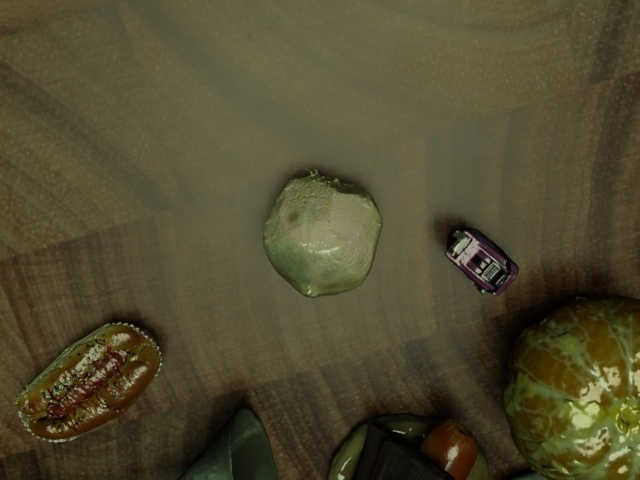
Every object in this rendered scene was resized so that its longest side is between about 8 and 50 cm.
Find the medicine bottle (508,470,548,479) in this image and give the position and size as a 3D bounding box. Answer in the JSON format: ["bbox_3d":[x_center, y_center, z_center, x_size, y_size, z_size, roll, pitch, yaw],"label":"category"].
[{"bbox_3d":[0.370,0.447,1.374,0.208,0.090,0.054,-18,132,-2],"label":"medicine bottle"}]

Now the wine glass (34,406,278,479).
[{"bbox_3d":[-0.281,0.449,1.285,0.406,0.267,0.267,-15,102,5],"label":"wine glass"}]

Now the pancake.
[{"bbox_3d":[0.156,0.433,1.392,0.294,0.049,0.294,0,101,-2],"label":"pancake"}]

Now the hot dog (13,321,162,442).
[{"bbox_3d":[-0.382,0.238,1.323,0.268,0.075,0.144,-37,98,4],"label":"hot dog"}]

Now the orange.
[{"bbox_3d":[0.451,0.245,1.258,0.329,0.249,0.329,-1,97,-8],"label":"orange"}]

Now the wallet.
[{"bbox_3d":[0.109,0.438,1.291,0.049,0.182,0.229,9,103,-44],"label":"wallet"}]

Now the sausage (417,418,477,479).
[{"bbox_3d":[0.169,0.435,1.325,0.089,0.083,0.300,18,103,-24],"label":"sausage"}]

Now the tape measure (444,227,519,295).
[{"bbox_3d":[0.254,0.032,1.273,0.125,0.118,0.074,43,100,8],"label":"tape measure"}]

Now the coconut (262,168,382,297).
[{"bbox_3d":[0.003,0.002,1.229,0.194,0.194,0.194,0,102,-1],"label":"coconut"}]
